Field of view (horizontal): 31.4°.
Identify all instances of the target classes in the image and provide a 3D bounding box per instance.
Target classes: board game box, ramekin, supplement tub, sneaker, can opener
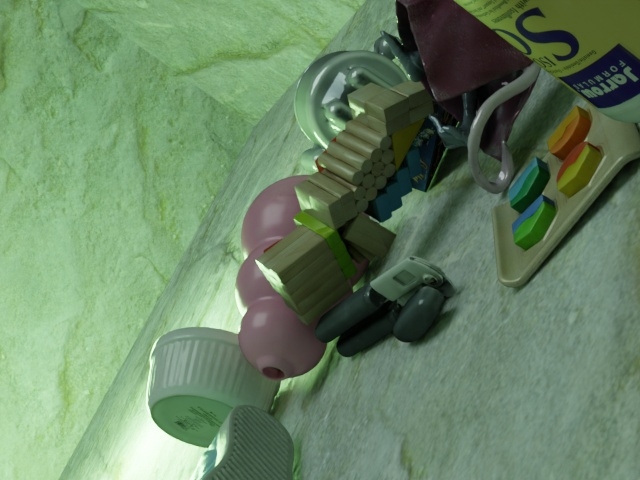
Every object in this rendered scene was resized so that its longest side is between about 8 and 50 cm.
[{"bbox_3d":[0.180,-0.207,1.680,0.243,0.042,0.165,95,-161,-57],"label":"board game box"},{"bbox_3d":[-0.168,0.234,1.744,0.207,0.207,0.109,-43,28,47],"label":"ramekin"},{"bbox_3d":[0.267,-0.257,1.025,0.241,0.331,0.241,-52,12,16],"label":"supplement tub"},{"bbox_3d":[-0.113,0.352,1.420,0.150,0.135,0.366,-61,2,18],"label":"sneaker"},{"bbox_3d":[0.072,0.101,1.449,0.283,0.076,0.095,-40,19,55],"label":"can opener"}]

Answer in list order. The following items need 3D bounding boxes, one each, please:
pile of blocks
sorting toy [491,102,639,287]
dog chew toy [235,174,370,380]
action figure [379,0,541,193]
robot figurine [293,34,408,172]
[{"bbox_3d":[0.036,-0.064,1.579,0.112,0.149,0.362,33,90,49],"label":"pile of blocks"},{"bbox_3d":[0.260,-0.066,1.248,0.208,0.038,0.193,-50,13,25],"label":"sorting toy"},{"bbox_3d":[-0.036,0.061,1.704,0.206,0.206,0.332,-43,25,46],"label":"dog chew toy"},{"bbox_3d":[0.274,-0.286,1.416,0.370,0.248,0.276,-30,51,5],"label":"action figure"},{"bbox_3d":[0.058,-0.256,2.139,0.300,0.200,0.353,-54,12,3],"label":"robot figurine"}]
